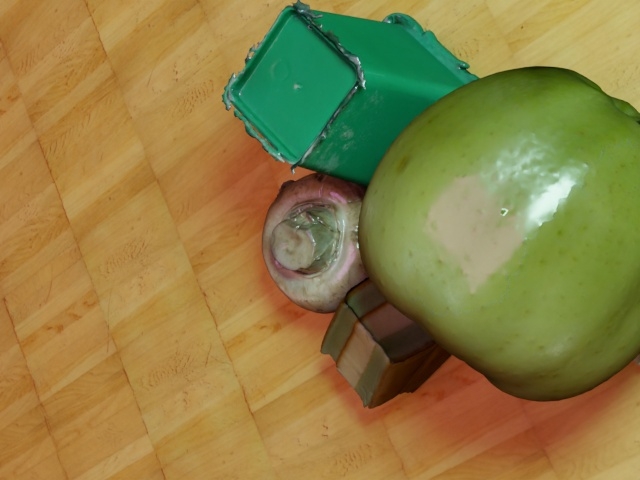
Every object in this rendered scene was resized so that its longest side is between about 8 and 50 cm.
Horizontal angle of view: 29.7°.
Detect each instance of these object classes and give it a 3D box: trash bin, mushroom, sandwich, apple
[{"bbox_3d":[0.069,-0.201,1.864,0.295,0.381,0.259,47,114,26],"label":"trash bin"},{"bbox_3d":[0.000,0.000,2.029,0.255,0.184,0.254,9,104,41],"label":"mushroom"},{"bbox_3d":[0.139,0.145,1.976,0.155,0.227,0.198,53,151,22],"label":"sandwich"},{"bbox_3d":[0.293,-0.020,1.675,0.474,0.474,0.473,-1,88,35],"label":"apple"}]

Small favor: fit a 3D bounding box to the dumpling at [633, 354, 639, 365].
[{"bbox_3d":[0.478,0.141,1.778,0.059,0.043,0.077,22,117,50],"label":"dumpling"}]
